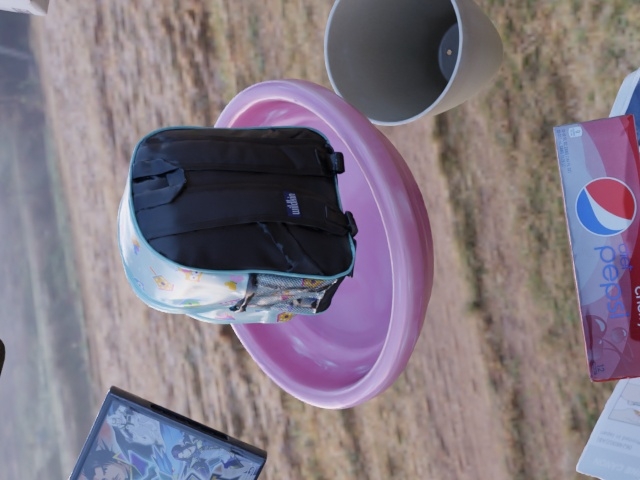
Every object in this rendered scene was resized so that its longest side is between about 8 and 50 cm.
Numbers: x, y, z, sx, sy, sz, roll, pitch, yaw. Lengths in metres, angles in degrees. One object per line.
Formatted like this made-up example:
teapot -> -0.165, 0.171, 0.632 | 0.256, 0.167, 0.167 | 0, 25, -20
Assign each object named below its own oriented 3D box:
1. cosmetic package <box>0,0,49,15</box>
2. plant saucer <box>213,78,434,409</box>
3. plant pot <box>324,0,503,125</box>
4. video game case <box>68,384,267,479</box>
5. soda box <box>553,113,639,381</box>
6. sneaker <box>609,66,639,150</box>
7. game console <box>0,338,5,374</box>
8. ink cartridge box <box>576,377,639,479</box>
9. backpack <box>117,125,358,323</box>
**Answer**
cosmetic package -> -0.371, -0.469, 1.254 | 0.217, 0.156, 0.385 | 139, 142, -87
plant saucer -> 0.000, 0.000, 1.111 | 0.332, 0.084, 0.332 | 23, 121, 46
plant pot -> 0.187, -0.319, 1.845 | 0.256, 0.274, 0.257 | 3, 96, 35
video game case -> -0.246, 0.381, 1.612 | 0.035, 0.248, 0.275 | -91, 26, -77
soda box -> 0.299, 0.010, 1.137 | 0.092, 0.083, 0.263 | 17, -115, -77
sneaker -> 0.523, -0.113, 1.639 | 0.236, 0.130, 0.323 | -9, 81, 60
game console -> -0.398, 0.207, 1.169 | 0.293, 0.173, 0.250 | 39, -120, -64
ink cartridge box -> 0.491, 0.138, 1.164 | 0.308, 0.385, 0.091 | 6, 145, 53
backpack -> -0.082, -0.012, 0.950 | 0.144, 0.188, 0.166 | 129, 138, -51
